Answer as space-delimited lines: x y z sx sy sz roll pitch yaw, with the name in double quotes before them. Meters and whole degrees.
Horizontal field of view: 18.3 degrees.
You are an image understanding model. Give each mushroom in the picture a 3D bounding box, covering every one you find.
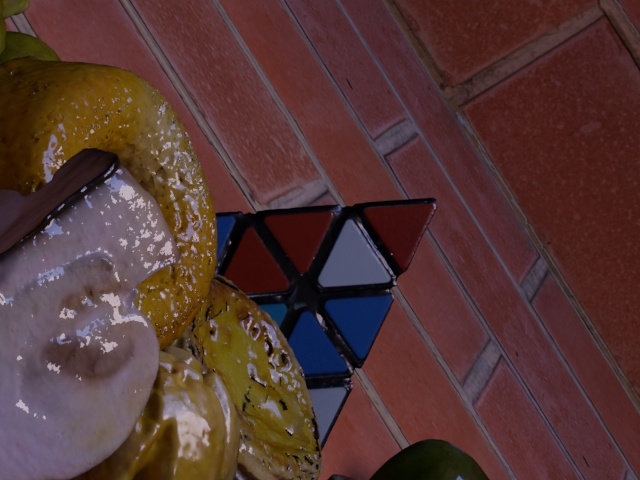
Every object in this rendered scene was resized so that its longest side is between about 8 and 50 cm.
"mushroom" -0.215 0.058 1.354 0.162 0.236 0.173 17 -42 46

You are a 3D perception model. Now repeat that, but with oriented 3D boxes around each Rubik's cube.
"Rubik's cube" 0.000 0.000 1.964 0.250 0.234 0.284 48 19 -30

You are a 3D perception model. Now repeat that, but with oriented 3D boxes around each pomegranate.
"pomegranate" 0.110 0.272 2.014 0.152 0.131 0.191 49 -5 -13

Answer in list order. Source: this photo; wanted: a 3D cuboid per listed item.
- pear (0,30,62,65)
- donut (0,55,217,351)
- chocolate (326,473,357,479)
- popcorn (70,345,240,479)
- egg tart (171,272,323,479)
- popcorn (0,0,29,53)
"pear" -0.257 -0.120 1.637 0.107 0.107 0.131 56 20 -7
"donut" -0.180 -0.019 1.522 0.277 0.108 0.277 32 52 -52
"chocolate" 0.099 0.295 1.753 0.321 0.112 0.112 21 32 -42
"popcorn" -0.131 0.160 1.426 0.152 0.167 0.148 26 -26 13
"egg tart" -0.088 0.130 1.709 0.234 0.094 0.234 51 20 -27
"popcorn" -0.317 -0.244 1.514 0.256 0.195 0.255 6 64 -36
